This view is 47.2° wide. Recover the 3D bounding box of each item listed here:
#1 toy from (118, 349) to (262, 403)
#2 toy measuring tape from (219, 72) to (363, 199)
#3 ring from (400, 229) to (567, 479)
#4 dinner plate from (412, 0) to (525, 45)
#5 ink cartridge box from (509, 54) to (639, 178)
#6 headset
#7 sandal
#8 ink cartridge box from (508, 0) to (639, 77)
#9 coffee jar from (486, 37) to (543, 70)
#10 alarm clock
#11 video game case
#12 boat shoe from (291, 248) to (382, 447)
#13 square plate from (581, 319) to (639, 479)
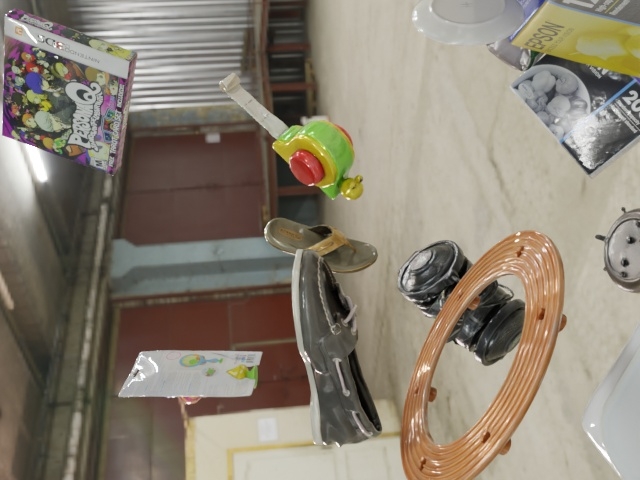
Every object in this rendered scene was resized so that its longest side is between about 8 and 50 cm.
[{"bbox_3d":[-0.230,0.259,1.341,0.137,0.237,0.056,-81,-15,-64],"label":"toy"},{"bbox_3d":[-0.043,-0.198,1.299,0.330,0.121,0.121,44,171,2],"label":"toy measuring tape"},{"bbox_3d":[0.189,0.143,0.870,0.336,0.032,0.336,-61,10,18],"label":"ring"},{"bbox_3d":[0.187,-0.292,0.927,0.017,0.141,0.141,83,179,-46],"label":"dinner plate"},{"bbox_3d":[0.455,-0.244,1.187,0.206,0.208,0.045,53,-163,15],"label":"ink cartridge box"},{"bbox_3d":[0.231,0.124,1.263,0.243,0.185,0.394,41,170,7],"label":"headset"},{"bbox_3d":[0.000,0.000,1.118,0.049,0.180,0.072,101,-169,-46],"label":"sandal"},{"bbox_3d":[0.340,-0.293,0.904,0.303,0.307,0.072,5,-83,-87],"label":"ink cartridge box"},{"bbox_3d":[0.357,-0.361,1.178,0.096,0.184,0.079,41,160,18],"label":"coffee jar"},{"bbox_3d":[0.495,0.021,1.089,0.192,0.064,0.129,-147,66,-63],"label":"alarm clock"},{"bbox_3d":[-0.425,-0.242,1.227,0.042,0.210,0.232,-72,3,-52],"label":"video game case"},{"bbox_3d":[0.026,0.144,0.959,0.112,0.096,0.335,-84,-11,-53],"label":"boat shoe"},{"bbox_3d":[0.383,0.197,0.648,0.347,0.049,0.344,-121,29,-42],"label":"square plate"}]
